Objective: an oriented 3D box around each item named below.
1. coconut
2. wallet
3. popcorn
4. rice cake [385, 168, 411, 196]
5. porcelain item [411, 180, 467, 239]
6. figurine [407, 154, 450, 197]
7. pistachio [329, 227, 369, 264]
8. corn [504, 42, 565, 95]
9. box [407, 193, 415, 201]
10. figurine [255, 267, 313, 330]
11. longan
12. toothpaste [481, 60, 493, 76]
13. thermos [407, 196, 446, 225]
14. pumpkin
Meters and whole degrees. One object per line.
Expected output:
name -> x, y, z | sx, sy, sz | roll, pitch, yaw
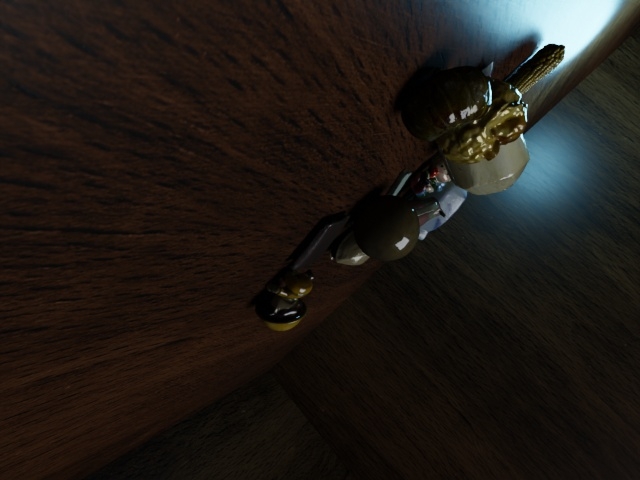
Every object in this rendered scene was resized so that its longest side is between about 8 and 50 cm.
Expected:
coconut -> 0.593, -0.335, 1.671 | 0.323, 0.323, 0.323 | -40, 167, -11
wallet -> 0.000, 0.000, 1.557 | 0.229, 0.049, 0.182 | -51, 164, 29
popcorn -> 0.450, -0.358, 1.368 | 0.333, 0.225, 0.264 | -2, 131, -38
rice cake -> 0.300, -0.211, 1.774 | 0.042, 0.030, 0.180 | -28, 162, -31
porcelain item -> 0.542, -0.202, 2.104 | 0.405, 0.179, 0.242 | -51, -178, 22
figurine -> 0.472, -0.279, 1.889 | 0.234, 0.127, 0.185 | -34, 164, 14
pistachio -> 0.143, 0.022, 1.867 | 0.238, 0.153, 0.138 | -34, -155, -24
corn -> 0.776, -0.615, 1.714 | 0.320, 0.097, 0.097 | -41, 167, 4
box -> 0.430, -0.132, 2.339 | 0.343, 0.065, 0.200 | -43, 167, 4
figurine -> -0.123, 0.221, 1.659 | 0.193, 0.167, 0.256 | -11, 147, -41
longan -> 0.242, -0.045, 1.686 | 0.258, 0.258, 0.258 | -40, 167, -11
toothpaste -> 0.522, -0.513, 1.450 | 0.045, 0.028, 0.170 | -37, 166, 11
thermos -> 0.382, -0.106, 1.924 | 0.265, 0.145, 0.176 | -20, -179, -13
pumpkin -> 0.298, -0.339, 1.107 | 0.219, 0.162, 0.219 | -21, 180, 0
